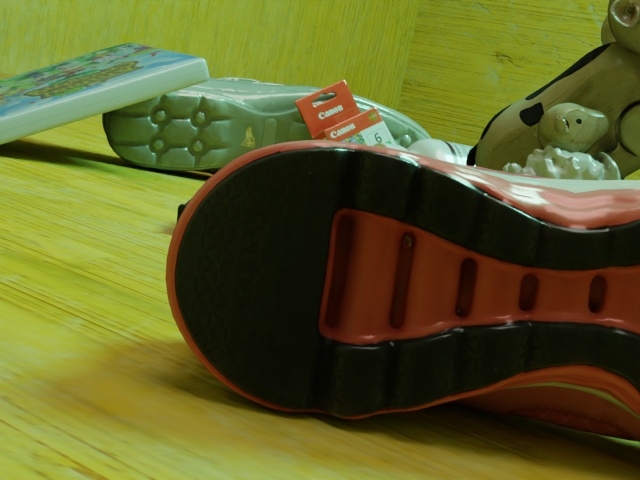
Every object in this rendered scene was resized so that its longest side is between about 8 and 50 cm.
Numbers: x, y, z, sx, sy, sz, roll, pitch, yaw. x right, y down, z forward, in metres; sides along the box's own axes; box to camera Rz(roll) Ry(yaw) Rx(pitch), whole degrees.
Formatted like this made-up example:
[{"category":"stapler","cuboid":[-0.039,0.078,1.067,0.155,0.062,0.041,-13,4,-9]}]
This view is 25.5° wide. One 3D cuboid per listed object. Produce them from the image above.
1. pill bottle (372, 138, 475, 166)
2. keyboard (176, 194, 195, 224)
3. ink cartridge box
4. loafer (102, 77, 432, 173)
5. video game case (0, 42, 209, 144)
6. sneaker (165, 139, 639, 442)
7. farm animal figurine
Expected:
[{"category":"pill bottle","cuboid":[0.109,-0.033,1.115,0.152,0.086,0.086,9,7,-22]},{"category":"keyboard","cuboid":[0.000,0.000,0.899,0.180,0.023,0.108,11,13,5]},{"category":"ink cartridge box","cuboid":[0.031,-0.090,1.286,0.063,0.115,0.029,-27,-1,-27]},{"category":"loafer","cuboid":[-0.048,-0.105,1.356,0.319,0.112,0.111,9,15,-16]},{"category":"video game case","cuboid":[-0.229,-0.131,1.247,0.212,0.023,0.193,-20,20,-22]},{"category":"sneaker","cuboid":[0.103,0.017,0.538,0.313,0.116,0.136,11,5,-3]},{"category":"farm animal figurine","cuboid":[0.240,-0.114,1.017,0.172,0.326,0.330,54,13,4]}]
